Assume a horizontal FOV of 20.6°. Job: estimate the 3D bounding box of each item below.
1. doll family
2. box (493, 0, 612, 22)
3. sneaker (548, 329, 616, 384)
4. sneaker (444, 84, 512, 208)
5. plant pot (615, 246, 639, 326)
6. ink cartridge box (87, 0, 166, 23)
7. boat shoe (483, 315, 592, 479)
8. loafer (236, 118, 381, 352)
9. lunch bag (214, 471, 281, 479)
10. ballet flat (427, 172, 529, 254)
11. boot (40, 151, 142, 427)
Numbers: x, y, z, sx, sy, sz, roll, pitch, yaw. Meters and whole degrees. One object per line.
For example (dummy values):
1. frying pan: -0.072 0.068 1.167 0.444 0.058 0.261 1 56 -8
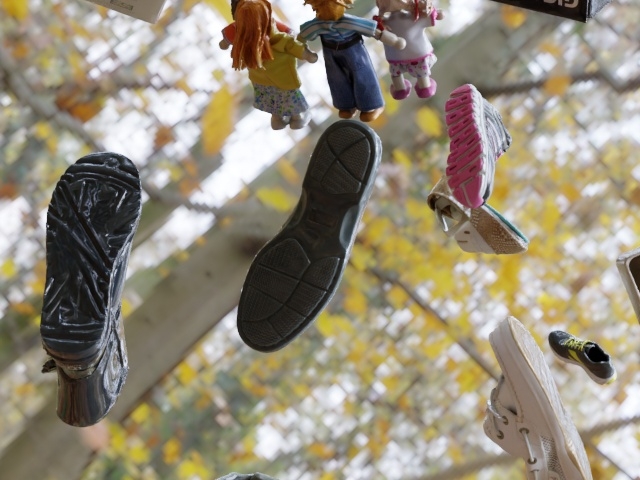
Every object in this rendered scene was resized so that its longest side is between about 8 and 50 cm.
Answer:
1. doll family: -0.002 -0.201 1.867 0.263 0.118 0.163 -2 -53 22
2. box: 0.175 -0.312 1.600 0.293 0.295 0.073 17 -52 28
3. sneaker: 0.265 0.110 1.773 0.083 0.031 0.035 33 -30 30
4. sneaker: 0.191 -0.104 2.073 0.075 0.170 0.063 27 -46 -32
5. plant pot: 0.296 0.039 1.415 0.096 0.109 0.109 -149 -144 -81
6. ink cartridge box: -0.204 -0.456 2.201 0.130 0.309 0.272 19 -7 -9
7. boat shoe: 0.232 0.205 2.018 0.096 0.098 0.277 -18 -55 12
8. loafer: 0.000 0.000 1.892 0.096 0.267 0.084 28 6 15
9. lunch bag: -0.008 0.331 1.300 0.287 0.169 0.235 43 -46 29
10. ballet flat: 0.188 -0.020 2.162 0.073 0.067 0.206 48 1 -28
11. boot: -0.245 0.055 1.879 0.094 0.246 0.207 7 -27 -1
